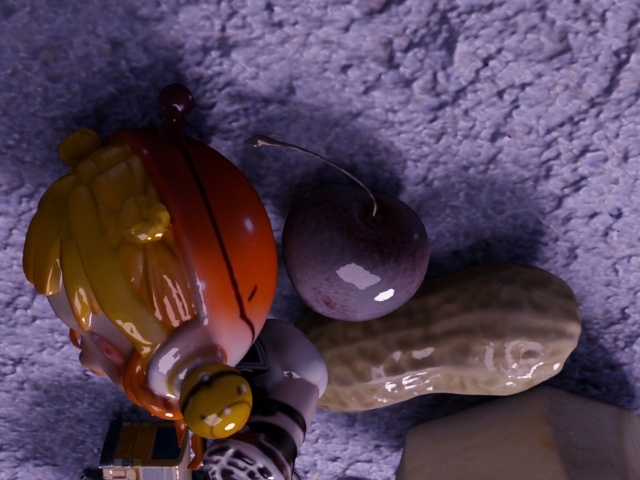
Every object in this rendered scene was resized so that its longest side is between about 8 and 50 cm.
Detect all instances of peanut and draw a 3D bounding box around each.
[{"bbox_3d":[0.095,0.092,1.540,0.298,0.120,0.136,-10,159,17],"label":"peanut"}]

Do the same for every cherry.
[{"bbox_3d":[-0.001,0.000,1.450,0.188,0.115,0.148,20,171,-8],"label":"cherry"}]

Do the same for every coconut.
[{"bbox_3d":[0.202,0.303,1.665,0.323,0.323,0.323,0,140,0],"label":"coconut"}]

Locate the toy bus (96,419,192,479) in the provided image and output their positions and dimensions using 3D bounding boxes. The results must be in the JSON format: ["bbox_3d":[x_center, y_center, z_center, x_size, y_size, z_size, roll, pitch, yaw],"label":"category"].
[{"bbox_3d":[-0.176,0.284,1.748,0.103,0.091,0.182,0,116,2],"label":"toy bus"}]

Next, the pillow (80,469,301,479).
[{"bbox_3d":[-0.131,0.315,1.855,0.255,0.059,0.169,0,141,2],"label":"pillow"}]

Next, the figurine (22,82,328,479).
[{"bbox_3d":[-0.119,0.042,1.391,0.196,0.320,0.323,-34,125,-11],"label":"figurine"}]
